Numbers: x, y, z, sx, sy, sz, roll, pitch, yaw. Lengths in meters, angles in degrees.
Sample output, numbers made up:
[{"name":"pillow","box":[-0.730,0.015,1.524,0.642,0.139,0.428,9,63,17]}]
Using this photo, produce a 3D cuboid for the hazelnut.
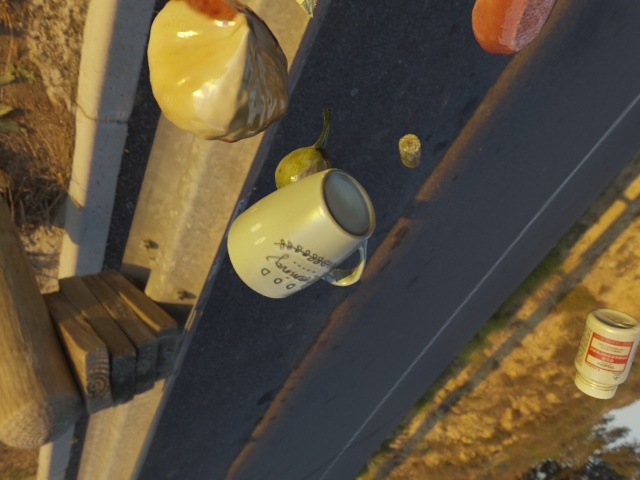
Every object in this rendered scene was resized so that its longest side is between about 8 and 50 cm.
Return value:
[{"name":"hazelnut","box":[-0.166,-0.293,0.765,0.261,0.261,0.241,-11,177,-43]}]

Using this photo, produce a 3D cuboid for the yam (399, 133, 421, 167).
[{"name":"yam","box":[0.174,-0.170,0.860,0.043,0.043,0.094,-45,167,3]}]

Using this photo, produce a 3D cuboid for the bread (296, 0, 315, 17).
[{"name":"bread","box":[-0.042,-0.883,1.634,0.080,0.084,0.109,-39,155,18]}]

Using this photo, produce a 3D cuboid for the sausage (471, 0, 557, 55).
[{"name":"sausage","box":[0.366,-0.454,0.823,0.148,0.148,0.254,-39,156,-7]}]

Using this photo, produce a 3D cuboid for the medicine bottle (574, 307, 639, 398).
[{"name":"medicine bottle","box":[0.481,0.192,0.755,0.079,0.079,0.140,-17,119,-38]}]

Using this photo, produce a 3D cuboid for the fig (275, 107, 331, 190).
[{"name":"fig","box":[-0.014,-0.203,1.065,0.149,0.149,0.245,23,90,-58]}]

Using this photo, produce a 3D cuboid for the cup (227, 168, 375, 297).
[{"name":"cup","box":[0.000,0.000,0.822,0.258,0.186,0.234,33,138,-30]}]
